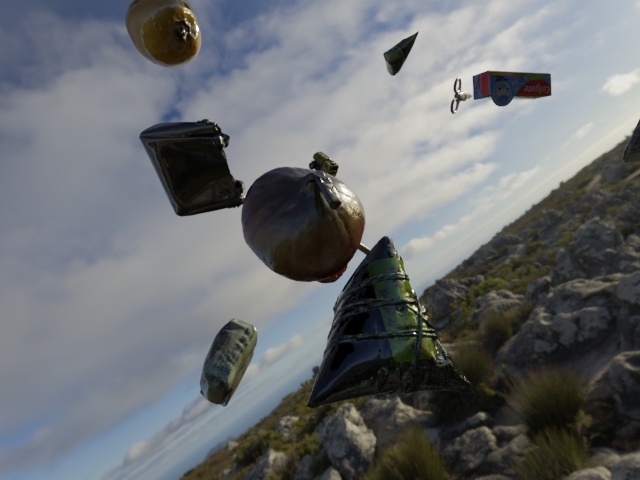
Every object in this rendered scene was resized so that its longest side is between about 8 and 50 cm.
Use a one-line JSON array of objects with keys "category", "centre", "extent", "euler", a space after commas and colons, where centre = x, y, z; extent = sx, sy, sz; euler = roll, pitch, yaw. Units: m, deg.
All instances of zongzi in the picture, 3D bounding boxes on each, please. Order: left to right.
[{"category": "zongzi", "centre": [0.091, 0.221, 0.905], "extent": [0.362, 0.383, 0.319], "euler": [-6, -46, -28]}, {"category": "zongzi", "centre": [0.238, -0.537, 1.162], "extent": [0.113, 0.052, 0.104], "euler": [-39, -8, 10]}]

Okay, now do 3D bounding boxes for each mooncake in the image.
[{"category": "mooncake", "centre": [-0.324, 0.420, 1.395], "extent": [0.250, 0.136, 0.254], "euler": [111, -175, -48]}]

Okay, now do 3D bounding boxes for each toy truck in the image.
[{"category": "toy truck", "centre": [0.012, -0.216, 1.169], "extent": [0.049, 0.083, 0.054], "euler": [-14, -43, -42]}]

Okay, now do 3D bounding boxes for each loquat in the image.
[{"category": "loquat", "centre": [-0.449, -0.611, 1.166], "extent": [0.208, 0.208, 0.208], "euler": [-34, -12, -8]}]

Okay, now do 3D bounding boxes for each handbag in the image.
[{"category": "handbag", "centre": [-0.364, -0.214, 1.197], "extent": [0.257, 0.285, 0.113], "euler": [-2, 34, 17]}]

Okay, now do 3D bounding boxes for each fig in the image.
[{"category": "fig", "centre": [-0.029, -0.042, 0.757], "extent": [0.235, 0.235, 0.214], "euler": [-28, -54, -33]}]

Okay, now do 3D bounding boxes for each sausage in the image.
[{"category": "sausage", "centre": [0.156, 0.040, 1.291], "extent": [0.024, 0.132, 0.024], "euler": [-41, 30, 31]}]

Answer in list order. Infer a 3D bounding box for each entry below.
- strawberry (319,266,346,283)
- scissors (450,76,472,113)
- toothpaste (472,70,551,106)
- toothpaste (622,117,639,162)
[{"category": "strawberry", "centre": [-0.001, 0.000, 1.408], "extent": [0.261, 0.261, 0.257], "euler": [0, -74, -70]}, {"category": "scissors", "centre": [0.363, -0.369, 1.036], "extent": [0.176, 0.022, 0.085], "euler": [-26, -56, -54]}, {"category": "toothpaste", "centre": [0.404, -0.313, 0.846], "extent": [0.194, 0.070, 0.044], "euler": [-10, 9, -26]}, {"category": "toothpaste", "centre": [0.611, -0.220, 0.691], "extent": [0.068, 0.099, 0.282], "euler": [-58, -33, -8]}]
